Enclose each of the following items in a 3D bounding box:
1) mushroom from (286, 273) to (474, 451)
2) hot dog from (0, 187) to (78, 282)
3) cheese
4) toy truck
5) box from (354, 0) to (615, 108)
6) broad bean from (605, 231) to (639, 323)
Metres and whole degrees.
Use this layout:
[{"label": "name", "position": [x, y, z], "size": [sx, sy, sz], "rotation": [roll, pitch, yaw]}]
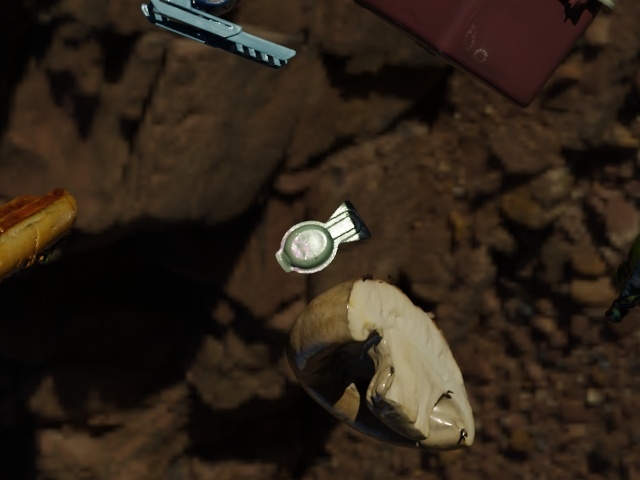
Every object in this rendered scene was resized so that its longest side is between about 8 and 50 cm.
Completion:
[{"label": "mushroom", "position": [0.053, 0.152, 1.875], "size": [0.151, 0.286, 0.156], "rotation": [-18, 42, 29]}, {"label": "hot dog", "position": [-0.252, 0.004, 1.340], "size": [0.072, 0.188, 0.055], "rotation": [-8, 105, 24]}, {"label": "cheese", "position": [0.000, 0.000, 2.105], "size": [0.067, 0.120, 0.026], "rotation": [58, 170, 13]}, {"label": "toy truck", "position": [-0.081, -0.205, 1.433], "size": [0.063, 0.136, 0.074], "rotation": [145, 142, -69]}, {"label": "box", "position": [0.173, -0.286, 1.916], "size": [0.167, 0.193, 0.294], "rotation": [-55, 34, 5]}, {"label": "broad bean", "position": [0.251, -0.015, 1.082], "size": [0.048, 0.070, 0.213], "rotation": [56, 131, 16]}]
